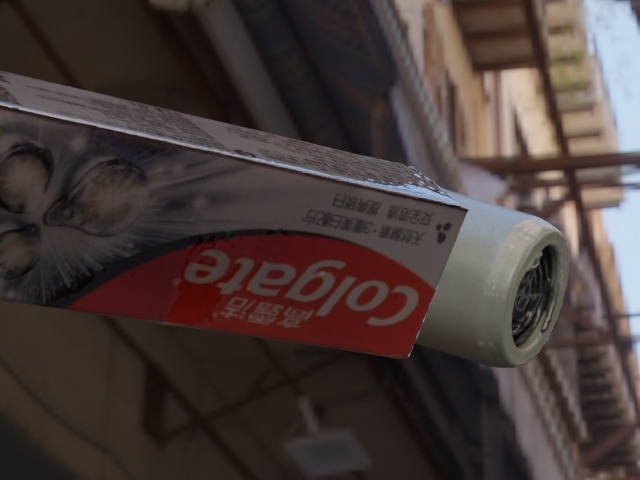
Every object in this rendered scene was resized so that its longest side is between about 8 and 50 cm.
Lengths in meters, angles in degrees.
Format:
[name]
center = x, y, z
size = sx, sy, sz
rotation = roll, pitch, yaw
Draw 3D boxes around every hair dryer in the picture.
[hair dryer]
center = 0.000, 0.000, 0.679
size = 0.131, 0.073, 0.236
rotation = 17, 2, 30

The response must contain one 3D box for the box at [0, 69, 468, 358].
[box]
center = -0.059, -0.010, 0.442
size = 0.218, 0.039, 0.055
rotation = 12, -72, -36
